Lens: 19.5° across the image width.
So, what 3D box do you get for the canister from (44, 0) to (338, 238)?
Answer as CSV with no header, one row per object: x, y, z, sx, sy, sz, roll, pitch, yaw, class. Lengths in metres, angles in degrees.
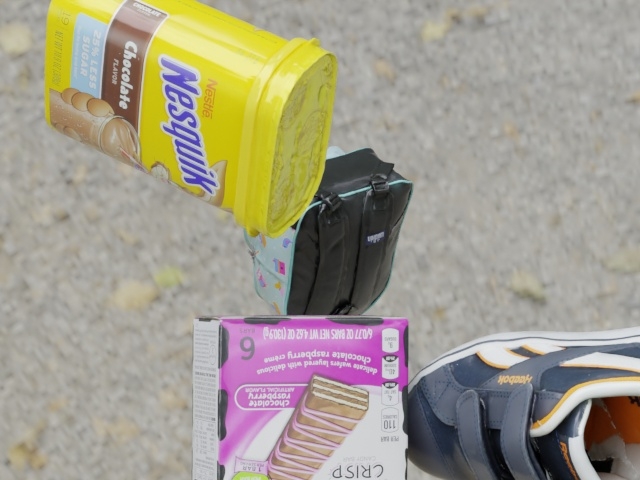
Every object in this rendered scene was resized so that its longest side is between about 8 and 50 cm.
-0.083,-0.089,1.143,0.170,0.126,0.073,25,43,19,canister

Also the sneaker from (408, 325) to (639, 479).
0.172,0.141,1.401,0.321,0.126,0.127,-16,23,38,sneaker

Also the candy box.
-0.016,0.174,1.442,0.159,0.071,0.233,0,89,-21,candy box

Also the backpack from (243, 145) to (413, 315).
0.000,0.000,2.020,0.166,0.188,0.144,-20,37,-33,backpack
